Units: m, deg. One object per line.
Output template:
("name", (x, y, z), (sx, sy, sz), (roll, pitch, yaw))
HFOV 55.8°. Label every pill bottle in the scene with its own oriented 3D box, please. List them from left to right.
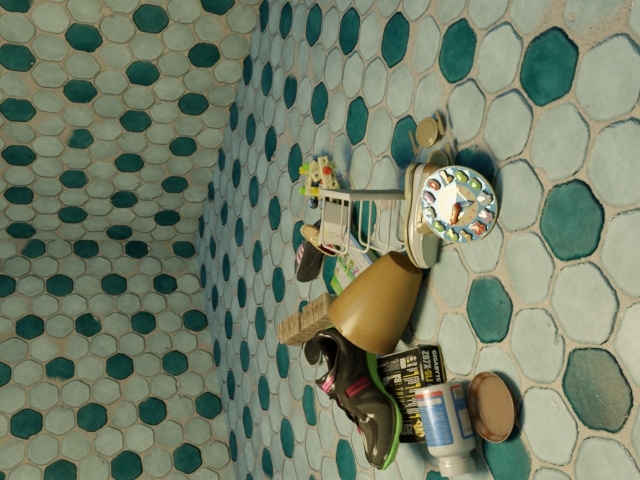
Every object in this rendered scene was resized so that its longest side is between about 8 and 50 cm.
("pill bottle", (0.326, 0.481, 1.549), (0.124, 0.124, 0.221), (-38, 60, 60))

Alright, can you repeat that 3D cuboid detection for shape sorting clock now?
("shape sorting clock", (0.346, -0.088, 1.531), (0.206, 0.040, 0.206), (14, 118, 28))

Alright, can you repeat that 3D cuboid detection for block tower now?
("block tower", (-0.041, 0.312, 2.324), (0.335, 0.097, 0.091), (-40, 46, 45))

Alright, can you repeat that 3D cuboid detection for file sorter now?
("file sorter", (0.160, -0.060, 1.765), (0.193, 0.278, 0.173), (-159, 69, -64))

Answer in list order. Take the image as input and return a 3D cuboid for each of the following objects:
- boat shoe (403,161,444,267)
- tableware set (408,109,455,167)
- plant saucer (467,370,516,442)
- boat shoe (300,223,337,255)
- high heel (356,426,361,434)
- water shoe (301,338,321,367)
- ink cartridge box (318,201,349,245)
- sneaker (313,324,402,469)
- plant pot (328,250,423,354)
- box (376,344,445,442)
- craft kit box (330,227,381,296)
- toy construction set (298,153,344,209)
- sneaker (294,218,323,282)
("boat shoe", (0.297, -0.061, 1.650), (0.103, 0.113, 0.302), (10, 114, 43))
("tableware set", (0.323, -0.255, 1.694), (0.128, 0.039, 0.194), (-35, 61, 49))
("plant saucer", (0.420, 0.402, 1.469), (0.168, 0.029, 0.168), (180, 90, -65))
("boat shoe", (0.000, 0.000, 2.251), (0.063, 0.170, 0.059), (-53, 17, 4))
("high heel", (0.151, 0.561, 1.991), (0.244, 0.082, 0.117), (-138, 42, -75))
("water shoe", (-0.040, 0.430, 2.449), (0.080, 0.073, 0.203), (88, 171, -52))
("ink cartridge box", (0.046, -0.053, 2.178), (0.143, 0.090, 0.092), (101, 180, -55))
("sneaker", (0.093, 0.458, 1.793), (0.482, 0.202, 0.185), (-112, 33, -42))
("plant pot", (0.186, 0.163, 1.795), (0.254, 0.237, 0.237), (-60, 35, 21))
("box", (0.252, 0.460, 1.779), (0.322, 0.079, 0.257), (142, 124, -60))
("craft kit box", (0.128, 0.124, 2.090), (0.250, 0.061, 0.246), (58, 137, 50))
("toy construction set", (0.010, -0.221, 2.253), (0.328, 0.151, 0.215), (-153, 67, -79))
("sneaker", (-0.039, 0.015, 2.393), (0.131, 0.112, 0.319), (-108, 34, -46))
